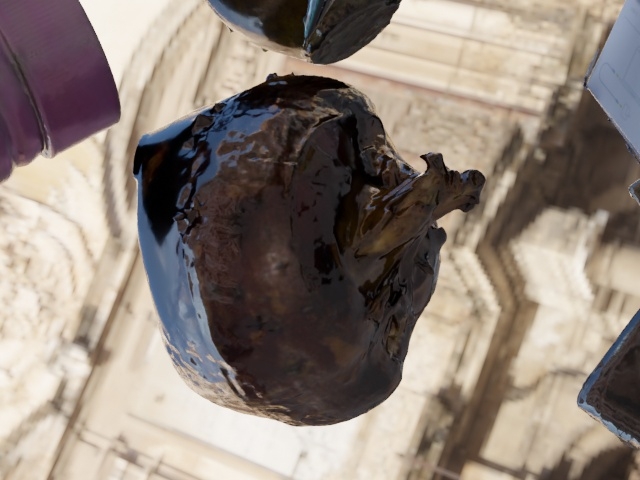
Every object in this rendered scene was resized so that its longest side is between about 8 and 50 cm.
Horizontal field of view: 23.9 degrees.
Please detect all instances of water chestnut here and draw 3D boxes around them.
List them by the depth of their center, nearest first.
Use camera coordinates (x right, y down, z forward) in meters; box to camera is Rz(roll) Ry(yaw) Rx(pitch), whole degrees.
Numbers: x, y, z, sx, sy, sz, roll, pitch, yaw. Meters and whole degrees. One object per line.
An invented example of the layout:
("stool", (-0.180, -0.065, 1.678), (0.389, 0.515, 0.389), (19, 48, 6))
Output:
("water chestnut", (0.000, 0.000, 1.407), (0.335, 0.346, 0.335), (35, -130, -58))

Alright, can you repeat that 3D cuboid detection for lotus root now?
("lotus root", (-0.039, -0.347, 1.543), (0.250, 0.250, 0.346), (-5, -114, -57))

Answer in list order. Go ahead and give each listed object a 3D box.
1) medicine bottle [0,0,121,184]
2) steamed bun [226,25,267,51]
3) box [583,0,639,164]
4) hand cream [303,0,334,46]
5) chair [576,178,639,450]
("medicine bottle", (-0.373, -0.127, 1.392), (0.325, 0.212, 0.212), (-28, -48, -17))
("steamed bun", (-0.039, -0.313, 1.767), (0.106, 0.192, 0.177), (19, -60, -29))
("box", (0.417, -0.222, 1.697), (0.106, 0.203, 0.252), (10, -60, -19))
("hand cream", (0.035, -0.291, 1.202), (0.120, 0.061, 0.271), (-69, -4, -60))
("chair", (0.257, 0.072, 0.843), (0.166, 0.188, 0.272), (-54, -27, -5))
